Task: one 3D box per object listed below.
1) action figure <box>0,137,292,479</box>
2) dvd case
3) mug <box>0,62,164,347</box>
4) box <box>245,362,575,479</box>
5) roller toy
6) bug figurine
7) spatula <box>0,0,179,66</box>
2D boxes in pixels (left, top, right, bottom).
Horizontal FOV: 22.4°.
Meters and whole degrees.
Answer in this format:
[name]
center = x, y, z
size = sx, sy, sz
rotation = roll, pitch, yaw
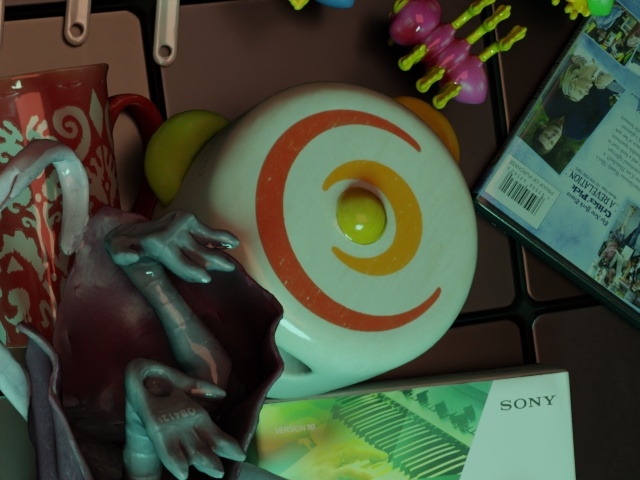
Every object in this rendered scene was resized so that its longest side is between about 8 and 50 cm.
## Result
[action figure]
center = -0.134, 0.173, 0.961
size = 0.276, 0.370, 0.248
rotation = 31, 48, 11
[dvd case]
center = 0.245, -0.080, 1.204
size = 0.180, 0.022, 0.253
rotation = 36, 80, -13
[mug]
center = -0.162, -0.025, 1.046
size = 0.150, 0.113, 0.169
rotation = -10, 95, -14
[box]
center = 0.071, 0.256, 1.132
size = 0.232, 0.058, 0.322
rotation = -5, 90, -16
[roller toy]
center = 0.000, 0.000, 1.048
size = 0.209, 0.146, 0.191
rotation = 0, 76, -29
[bug figurine]
center = 0.093, -0.213, 1.123
size = 0.279, 0.072, 0.216
rotation = -36, 91, -15
[spatula]
center = -0.153, -0.242, 1.095
size = 0.168, 0.019, 0.242
rotation = 4, 88, -18
